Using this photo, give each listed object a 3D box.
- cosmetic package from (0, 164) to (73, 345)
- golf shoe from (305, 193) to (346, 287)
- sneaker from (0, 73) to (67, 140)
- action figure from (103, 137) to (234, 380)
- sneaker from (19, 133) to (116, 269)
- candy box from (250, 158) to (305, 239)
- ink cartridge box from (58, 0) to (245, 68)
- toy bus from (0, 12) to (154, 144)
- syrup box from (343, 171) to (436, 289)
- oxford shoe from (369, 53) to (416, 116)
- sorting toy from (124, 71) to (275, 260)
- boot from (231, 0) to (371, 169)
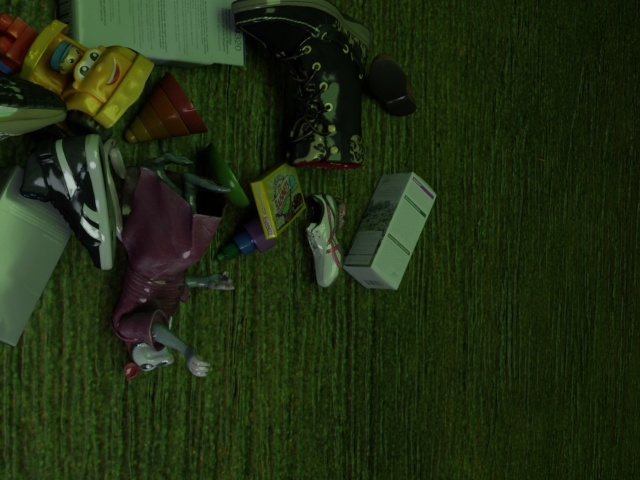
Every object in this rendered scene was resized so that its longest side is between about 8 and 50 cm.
[{"bbox_3d":[-0.460,0.021,1.242,0.127,0.107,0.237,38,69,-36],"label":"cosmetic package"},{"bbox_3d":[0.000,0.000,1.675,0.086,0.067,0.186,11,74,-37],"label":"golf shoe"},{"bbox_3d":[-0.532,-0.103,1.122,0.411,0.158,0.182,-16,125,-14],"label":"sneaker"},{"bbox_3d":[-0.270,0.056,1.351,0.276,0.248,0.370,18,104,-7],"label":"action figure"},{"bbox_3d":[-0.362,-0.053,1.221,0.121,0.079,0.216,-2,123,-5],"label":"sneaker"},{"bbox_3d":[-0.075,-0.080,1.563,0.206,0.027,0.105,-52,127,-68],"label":"candy box"},{"bbox_3d":[-0.277,-0.458,1.422,0.330,0.071,0.323,-3,92,-45],"label":"ink cartridge box"},{"bbox_3d":[-0.379,-0.246,1.237,0.211,0.220,0.149,43,61,-28],"label":"toy bus"},{"bbox_3d":[0.144,-0.022,1.781,0.096,0.093,0.236,41,64,-34],"label":"syrup box"},{"bbox_3d":[0.144,-0.336,1.769,0.212,0.076,0.076,46,35,-65],"label":"oxford shoe"},{"bbox_3d":[-0.216,-0.106,1.479,0.126,0.127,0.365,-32,117,-5],"label":"sorting toy"},{"bbox_3d":[-0.022,-0.282,1.568,0.377,0.138,0.284,2,87,-61],"label":"boot"}]
